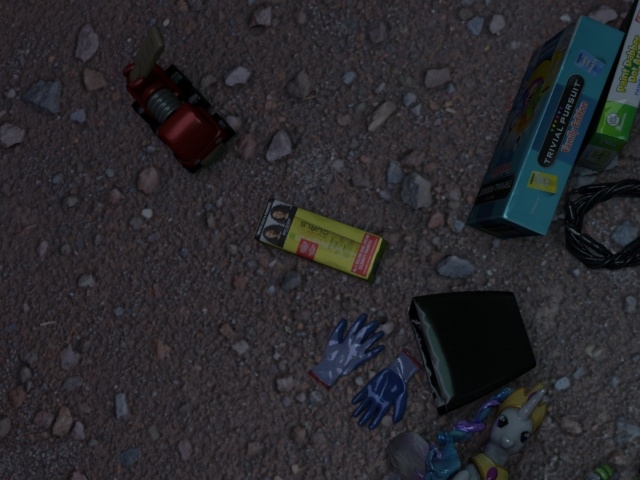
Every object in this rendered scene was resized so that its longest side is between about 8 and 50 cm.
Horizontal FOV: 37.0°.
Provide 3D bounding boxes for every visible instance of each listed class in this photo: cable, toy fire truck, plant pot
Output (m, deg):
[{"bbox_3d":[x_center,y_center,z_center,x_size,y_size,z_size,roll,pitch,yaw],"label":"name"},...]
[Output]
[{"bbox_3d":[0.508,-0.026,1.618,0.184,0.047,0.151,-3,80,14],"label":"cable"},{"bbox_3d":[-0.278,-0.265,1.766,0.158,0.246,0.217,-43,73,6],"label":"toy fire truck"},{"bbox_3d":[0.254,0.174,1.593,0.167,0.188,0.187,-16,77,0],"label":"plant pot"}]

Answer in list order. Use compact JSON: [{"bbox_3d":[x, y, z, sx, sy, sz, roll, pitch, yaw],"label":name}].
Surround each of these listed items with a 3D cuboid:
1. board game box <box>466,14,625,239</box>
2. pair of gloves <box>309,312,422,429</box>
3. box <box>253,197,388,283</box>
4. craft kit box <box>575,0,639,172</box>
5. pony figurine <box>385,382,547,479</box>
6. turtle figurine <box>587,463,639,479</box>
[{"bbox_3d":[0.359,-0.173,1.569,0.079,0.254,0.336,22,87,-3],"label":"board game box"},{"bbox_3d":[0.084,0.235,1.706,0.198,0.023,0.159,42,95,18],"label":"pair of gloves"},{"bbox_3d":[0.000,0.000,1.746,0.232,0.058,0.087,21,86,17],"label":"box"},{"bbox_3d":[0.489,-0.254,1.554,0.061,0.250,0.247,15,85,9],"label":"craft kit box"},{"bbox_3d":[0.218,0.411,1.452,0.303,0.351,0.363,32,50,11],"label":"pony figurine"},{"bbox_3d":[0.514,0.408,1.450,0.266,0.275,0.198,-48,38,-19],"label":"turtle figurine"}]
